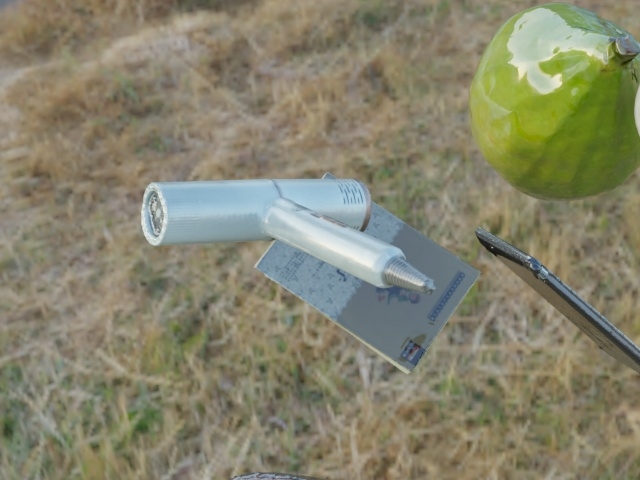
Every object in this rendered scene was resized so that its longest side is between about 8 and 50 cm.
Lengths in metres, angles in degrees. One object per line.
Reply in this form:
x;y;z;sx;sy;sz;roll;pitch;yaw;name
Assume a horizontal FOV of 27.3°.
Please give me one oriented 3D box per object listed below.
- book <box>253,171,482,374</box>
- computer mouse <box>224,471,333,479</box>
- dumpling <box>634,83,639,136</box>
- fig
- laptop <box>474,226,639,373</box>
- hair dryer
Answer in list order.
0.049;0.031;1.369;0.199;0.016;0.138;34;70;10;book
0.020;0.334;1.338;0.323;0.182;0.116;8;12;-8;computer mouse
0.354;-0.105;1.254;0.092;0.150;0.176;-24;4;5;dumpling
0.280;-0.183;1.458;0.233;0.314;0.233;0;55;0;fig
0.212;0.057;1.101;0.016;0.180;0.129;-50;19;0;laptop
-0.006;0.001;0.809;0.155;0.044;0.183;-4;20;-29;hair dryer
